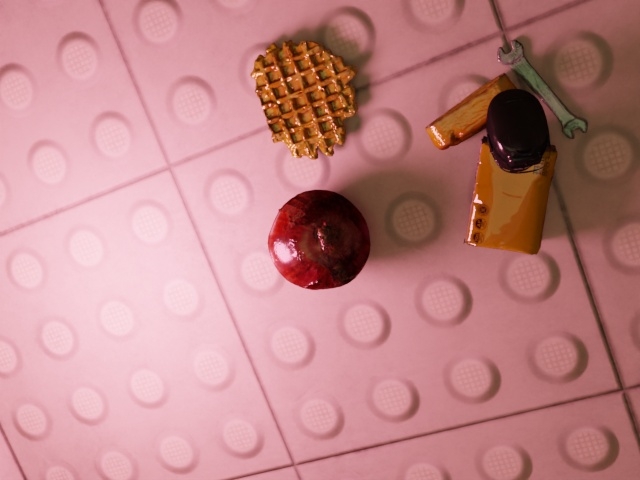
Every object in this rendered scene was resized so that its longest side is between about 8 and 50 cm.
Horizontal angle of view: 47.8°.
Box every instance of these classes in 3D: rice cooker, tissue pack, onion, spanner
[{"bbox_3d":[0.457,-0.250,1.686,0.142,0.118,0.203,-6,75,3],"label":"rice cooker"},{"bbox_3d":[0.479,-0.115,1.825,0.192,0.134,0.271,9,107,11],"label":"tissue pack"},{"bbox_3d":[0.000,0.000,1.923,0.276,0.276,0.277,4,105,14],"label":"onion"},{"bbox_3d":[0.552,-0.374,1.800,0.071,0.017,0.302,-40,92,21],"label":"spanner"}]

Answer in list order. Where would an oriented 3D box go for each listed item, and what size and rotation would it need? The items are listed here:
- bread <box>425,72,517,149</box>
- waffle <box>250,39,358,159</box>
[{"bbox_3d":[0.384,-0.317,1.816,0.245,0.102,0.094,-34,91,18],"label":"bread"},{"bbox_3d":[-0.049,-0.376,1.937,0.307,0.060,0.312,16,106,11],"label":"waffle"}]
